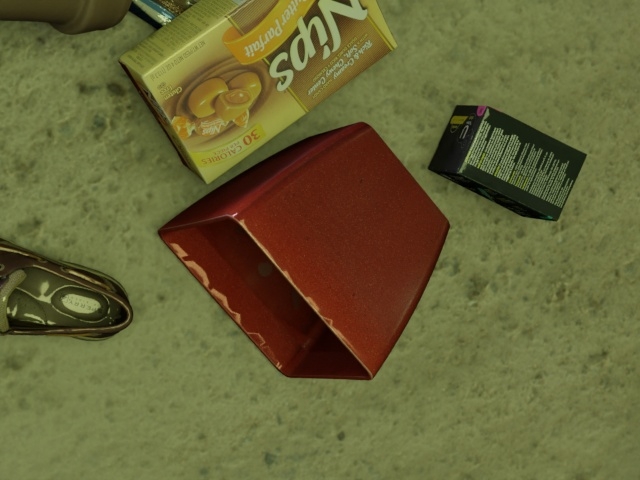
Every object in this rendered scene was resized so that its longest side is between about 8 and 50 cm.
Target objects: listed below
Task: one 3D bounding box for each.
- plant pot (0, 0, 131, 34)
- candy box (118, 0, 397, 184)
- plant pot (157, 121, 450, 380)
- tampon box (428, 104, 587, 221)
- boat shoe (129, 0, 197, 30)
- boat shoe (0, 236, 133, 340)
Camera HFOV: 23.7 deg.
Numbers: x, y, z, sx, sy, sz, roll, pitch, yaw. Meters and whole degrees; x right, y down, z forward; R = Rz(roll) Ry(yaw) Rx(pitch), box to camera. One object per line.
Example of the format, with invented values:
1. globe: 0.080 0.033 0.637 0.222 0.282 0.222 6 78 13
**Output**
1. plant pot: -0.369 -0.354 1.755 0.229 0.263 0.263 -15 99 -28
2. candy box: -0.074 -0.240 1.936 0.316 0.087 0.183 -37 126 -11
3. plant pot: 0.000 0.000 1.932 0.236 0.267 0.267 -46 105 -22
4. tampon box: 0.250 -0.106 2.053 0.161 0.120 0.101 25 88 -17
5. boat shoe: -0.216 -0.317 1.934 0.183 0.066 0.066 36 79 -26
6. boat shoe: -0.395 0.058 1.875 0.342 0.123 0.123 16 89 -16
